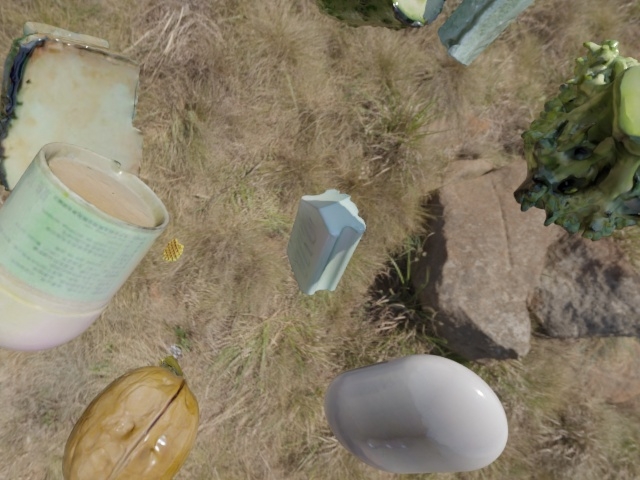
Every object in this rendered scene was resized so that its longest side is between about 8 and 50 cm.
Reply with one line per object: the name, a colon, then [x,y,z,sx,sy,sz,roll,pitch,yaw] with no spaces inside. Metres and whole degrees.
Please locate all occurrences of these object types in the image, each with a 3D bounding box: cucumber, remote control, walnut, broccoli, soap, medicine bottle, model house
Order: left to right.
medicine bottle: [-0.491,0.051,0.767,0.235,0.236,0.406,37,102,-18]
model house: [-0.811,-0.413,1.303,0.394,0.400,0.446,-8,124,-45]
walnut: [-0.276,0.292,0.630,0.167,0.167,0.207,45,60,-15]
soap: [0.000,0.000,1.045,0.095,0.290,0.173,-10,58,-23]
cucumber: [0.065,-0.391,0.646,0.134,0.244,0.135,-19,121,-35]
remote control: [0.147,0.304,0.721,0.221,0.331,0.103,59,35,-6]
broccoli: [0.328,-0.094,0.442,0.243,0.246,0.263,5,54,-58]

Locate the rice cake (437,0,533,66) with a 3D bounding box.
rice cake: [0.278,-0.347,0.484,0.066,0.336,0.063,-3,63,-40]

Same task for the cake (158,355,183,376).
cake: [-0.539,0.492,1.562,0.116,0.185,0.079,39,51,18]

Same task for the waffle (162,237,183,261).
waffle: [-0.468,0.032,1.339,0.016,0.085,0.078,41,71,-49]
